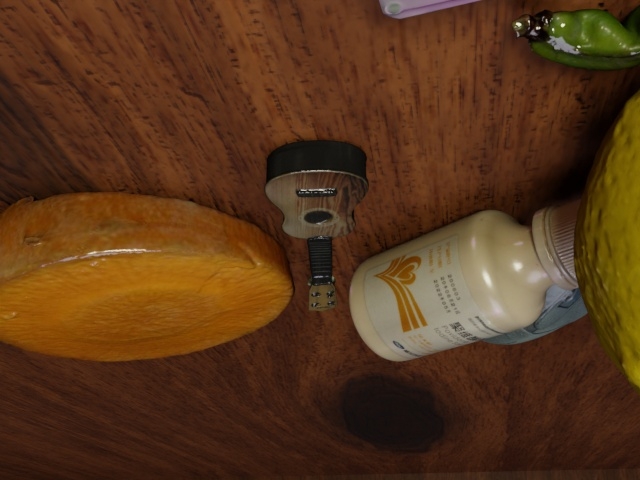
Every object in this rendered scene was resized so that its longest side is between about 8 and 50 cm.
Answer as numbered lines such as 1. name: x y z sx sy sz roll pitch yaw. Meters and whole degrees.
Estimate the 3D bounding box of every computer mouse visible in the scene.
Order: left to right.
1. computer mouse: 0.235 0.071 0.759 0.113 0.068 0.229 11 152 -24

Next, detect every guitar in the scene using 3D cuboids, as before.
1. guitar: 0.000 -0.002 0.647 0.084 0.038 0.271 0 151 2

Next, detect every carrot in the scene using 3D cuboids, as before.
1. carrot: -0.178 0.040 0.692 0.307 0.100 0.258 0 153 -18

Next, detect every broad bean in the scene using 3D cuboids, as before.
1. broad bean: 0.211 -0.133 0.380 0.195 0.046 0.061 -12 153 27

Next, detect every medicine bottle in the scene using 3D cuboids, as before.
1. medicine bottle: 0.149 0.033 0.635 0.114 0.114 0.252 24 144 -39

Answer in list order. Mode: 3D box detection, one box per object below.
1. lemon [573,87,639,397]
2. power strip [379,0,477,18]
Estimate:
1. lemon: 0.276 -0.002 0.423 0.234 0.233 0.288 -1 128 2
2. power strip: 0.141 -0.173 0.305 0.279 0.037 0.109 -8 152 16
